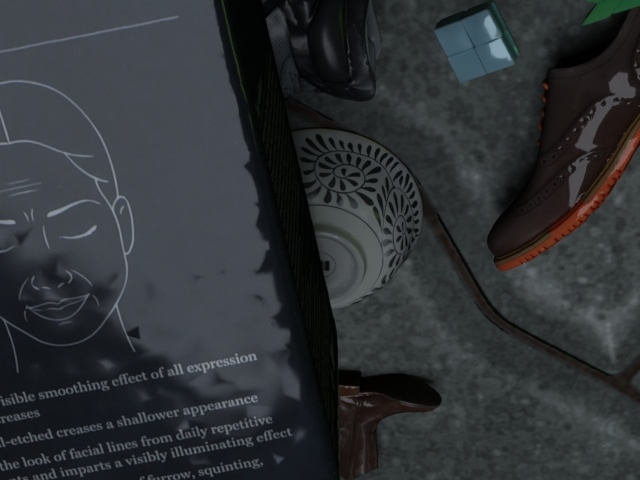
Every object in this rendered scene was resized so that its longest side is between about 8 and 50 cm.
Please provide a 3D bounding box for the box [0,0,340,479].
[{"bbox_3d":[-0.165,-0.018,1.060,0.293,0.212,0.396,-10,117,5],"label":"box"}]

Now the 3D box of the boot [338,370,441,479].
[{"bbox_3d":[0.054,0.175,1.425,0.106,0.037,0.114,11,123,11],"label":"boot"}]

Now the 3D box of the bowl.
[{"bbox_3d":[0.000,0.000,1.277,0.170,0.080,0.170,1,125,2],"label":"bowl"}]

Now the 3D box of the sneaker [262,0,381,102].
[{"bbox_3d":[-0.039,-0.117,1.180,0.153,0.101,0.269,19,122,-7],"label":"sneaker"}]

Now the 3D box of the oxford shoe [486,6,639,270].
[{"bbox_3d":[0.204,-0.090,1.209,0.098,0.097,0.271,39,116,1],"label":"oxford shoe"}]

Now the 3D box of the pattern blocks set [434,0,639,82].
[{"bbox_3d":[0.088,-0.264,1.008,0.285,0.026,0.325,-28,108,36],"label":"pattern blocks set"}]
